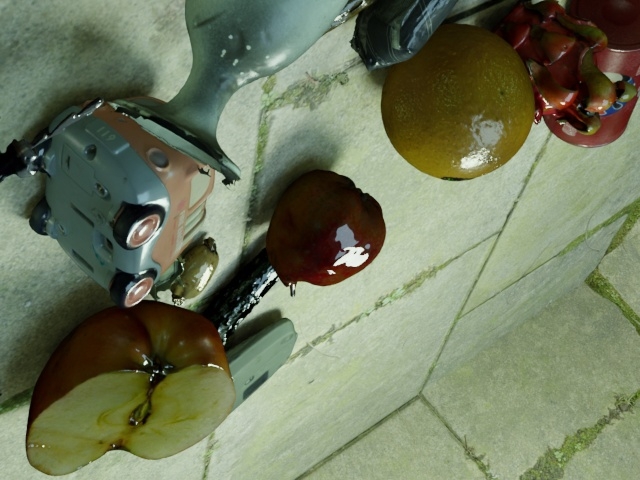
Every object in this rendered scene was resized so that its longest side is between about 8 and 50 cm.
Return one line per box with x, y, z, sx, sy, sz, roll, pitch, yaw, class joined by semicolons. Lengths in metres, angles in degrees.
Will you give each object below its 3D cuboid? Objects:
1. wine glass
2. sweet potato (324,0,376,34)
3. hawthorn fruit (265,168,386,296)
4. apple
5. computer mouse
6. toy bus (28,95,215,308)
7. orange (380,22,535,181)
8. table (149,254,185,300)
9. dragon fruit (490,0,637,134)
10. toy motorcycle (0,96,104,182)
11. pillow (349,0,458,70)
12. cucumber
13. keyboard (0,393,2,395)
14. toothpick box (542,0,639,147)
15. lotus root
-0.085;-0.252;1.089;0.357;0.190;0.190;-63;156;-5;wine glass
0.001;-0.320;1.360;0.233;0.062;0.081;-42;-169;-16;sweet potato
0.000;0.000;1.734;0.248;0.208;0.208;-57;154;12;hawthorn fruit
-0.316;0.260;1.605;0.329;0.295;0.365;-51;174;-46;apple
-0.186;0.284;2.078;0.331;0.095;0.197;-37;159;-32;computer mouse
-0.246;-0.066;1.278;0.232;0.194;0.288;-35;156;-36;toy bus
0.232;-0.235;1.629;0.274;0.274;0.274;-34;155;-18;orange
-0.265;0.038;1.542;0.062;0.083;0.079;-29;152;-26;table
0.412;-0.314;1.735;0.307;0.243;0.228;-97;-151;-65;dragon fruit
-0.431;-0.080;1.029;0.401;0.134;0.207;-37;156;-8;toy motorcycle
0.159;-0.391;1.393;0.092;0.161;0.335;25;112;-28;pillow
-0.159;0.113;1.848;0.303;0.072;0.081;-51;153;17;cucumber
-0.616;0.315;1.566;0.198;0.010;0.063;-42;158;-1;keyboard
0.602;-0.375;2.033;0.204;0.204;0.333;-35;156;-16;toothpick box
-0.225;0.061;1.672;0.152;0.063;0.072;-57;163;22;lotus root
